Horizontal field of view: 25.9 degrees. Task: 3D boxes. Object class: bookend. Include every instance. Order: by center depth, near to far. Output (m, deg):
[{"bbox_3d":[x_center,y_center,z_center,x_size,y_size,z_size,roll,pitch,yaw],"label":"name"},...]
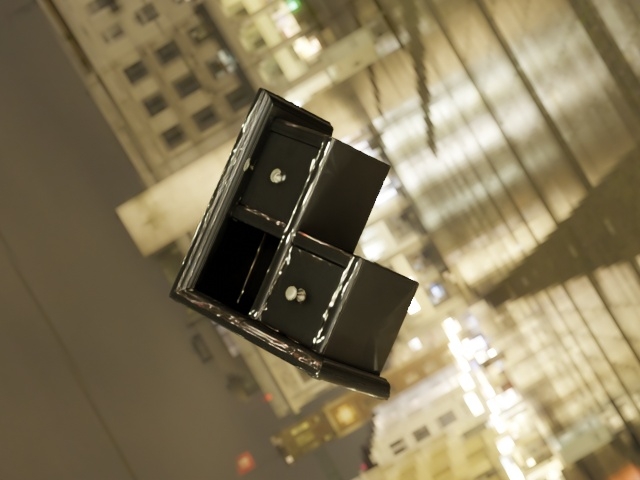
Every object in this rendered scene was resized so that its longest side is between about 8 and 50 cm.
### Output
[{"bbox_3d":[0.000,0.000,0.906,0.072,0.156,0.157,23,-178,-45],"label":"bookend"}]
